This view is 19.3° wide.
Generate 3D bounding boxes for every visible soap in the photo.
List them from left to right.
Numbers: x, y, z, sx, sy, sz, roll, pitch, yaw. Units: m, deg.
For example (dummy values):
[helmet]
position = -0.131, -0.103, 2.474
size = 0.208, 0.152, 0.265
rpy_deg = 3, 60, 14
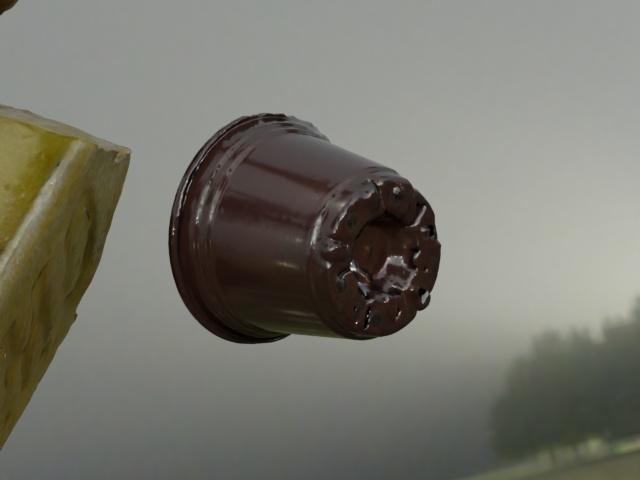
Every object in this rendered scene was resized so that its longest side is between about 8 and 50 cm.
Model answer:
[soap]
position = -0.184, 0.040, 0.961
size = 0.080, 0.257, 0.160
rpy_deg = 23, -33, 6

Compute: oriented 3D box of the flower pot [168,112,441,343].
[flower pot]
position = 0.000, 0.000, 0.848
size = 0.111, 0.111, 0.089
rpy_deg = -7, 12, -40

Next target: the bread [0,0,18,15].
[bread]
position = -0.260, -0.267, 1.037
size = 0.324, 0.167, 0.277
rpy_deg = 30, -72, -33
